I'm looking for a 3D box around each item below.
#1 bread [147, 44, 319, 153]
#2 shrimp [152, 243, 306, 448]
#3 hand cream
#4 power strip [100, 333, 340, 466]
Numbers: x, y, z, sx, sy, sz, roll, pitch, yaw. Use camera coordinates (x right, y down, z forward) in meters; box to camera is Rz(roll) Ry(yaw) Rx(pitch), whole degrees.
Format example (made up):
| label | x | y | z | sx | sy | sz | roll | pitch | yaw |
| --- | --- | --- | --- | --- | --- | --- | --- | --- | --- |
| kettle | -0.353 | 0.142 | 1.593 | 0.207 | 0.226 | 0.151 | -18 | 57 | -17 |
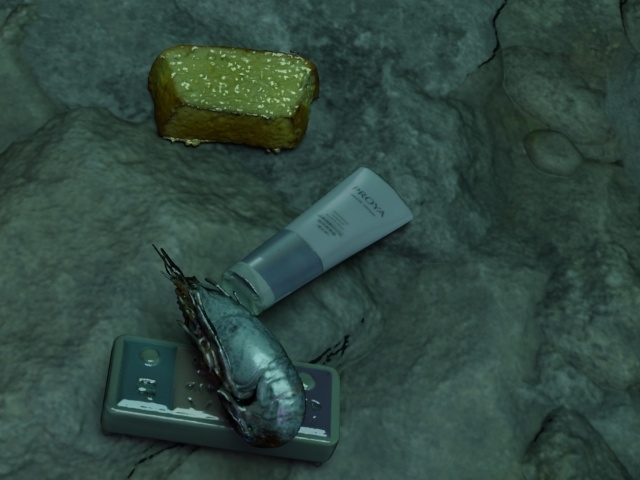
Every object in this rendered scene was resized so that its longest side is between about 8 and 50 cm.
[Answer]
| label | x | y | z | sx | sy | sz | roll | pitch | yaw |
| --- | --- | --- | --- | --- | --- | --- | --- | --- | --- |
| bread | -0.086 | -0.152 | 1.432 | 0.187 | 0.065 | 0.103 | 7 | 53 | -13 |
| shrimp | -0.087 | 0.085 | 1.220 | 0.233 | 0.079 | 0.090 | 52 | 21 | 25 |
| hand cream | 0.000 | 0.000 | 1.353 | 0.079 | 0.048 | 0.255 | 46 | 47 | 9 |
| power strip | -0.089 | 0.126 | 1.272 | 0.215 | 0.061 | 0.145 | 11 | 51 | -10 |
